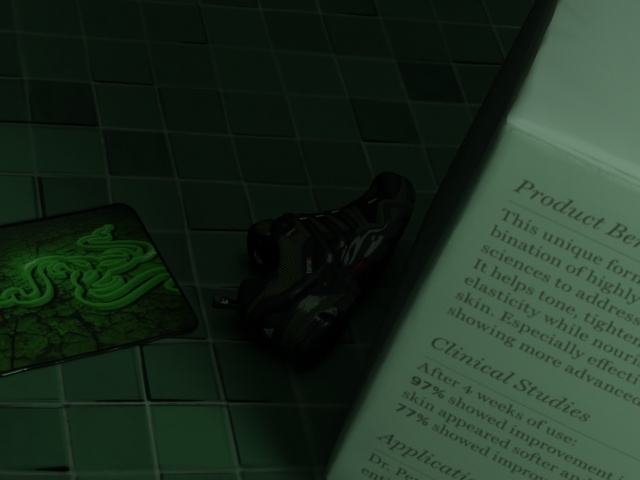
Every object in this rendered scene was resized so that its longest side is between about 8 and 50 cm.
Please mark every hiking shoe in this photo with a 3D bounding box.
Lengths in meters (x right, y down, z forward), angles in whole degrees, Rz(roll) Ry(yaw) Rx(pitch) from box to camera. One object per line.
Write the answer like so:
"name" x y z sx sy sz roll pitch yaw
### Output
"hiking shoe" 0.000 0.000 1.525 0.114 0.086 0.227 30 45 5

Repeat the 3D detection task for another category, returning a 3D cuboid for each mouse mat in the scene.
"mouse mat" -0.210 0.036 1.470 0.189 0.007 0.153 -12 52 -30

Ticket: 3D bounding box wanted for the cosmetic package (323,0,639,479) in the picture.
"cosmetic package" 0.246 0.021 1.333 0.329 0.394 0.327 26 44 0
